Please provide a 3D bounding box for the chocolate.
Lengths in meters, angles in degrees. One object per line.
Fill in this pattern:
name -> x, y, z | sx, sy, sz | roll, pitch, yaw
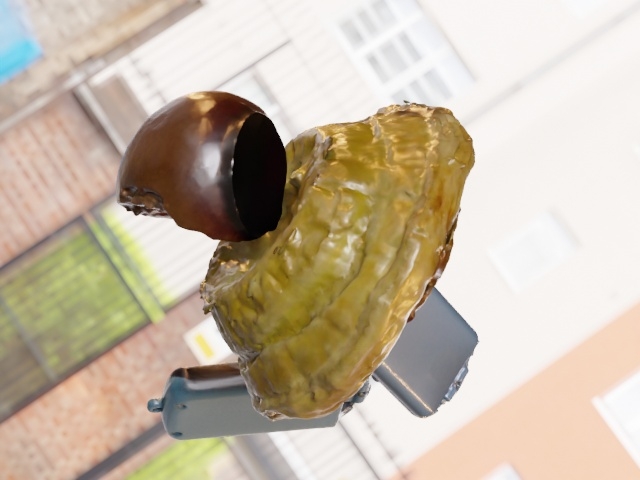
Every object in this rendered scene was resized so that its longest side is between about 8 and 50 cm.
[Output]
chocolate -> -0.097, -0.049, 1.367 | 0.133, 0.127, 0.124 | -1, -32, 26

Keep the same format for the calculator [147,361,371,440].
calculator -> -0.079, 0.203, 2.321 | 0.173, 0.293, 0.051 | 106, -23, -61

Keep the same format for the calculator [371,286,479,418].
calculator -> 0.098, 0.106, 1.940 | 0.039, 0.121, 0.210 | 18, -21, 46

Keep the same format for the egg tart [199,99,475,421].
egg tart -> 0.000, 0.000, 1.382 | 0.115, 0.290, 0.290 | 31, -1, -20
